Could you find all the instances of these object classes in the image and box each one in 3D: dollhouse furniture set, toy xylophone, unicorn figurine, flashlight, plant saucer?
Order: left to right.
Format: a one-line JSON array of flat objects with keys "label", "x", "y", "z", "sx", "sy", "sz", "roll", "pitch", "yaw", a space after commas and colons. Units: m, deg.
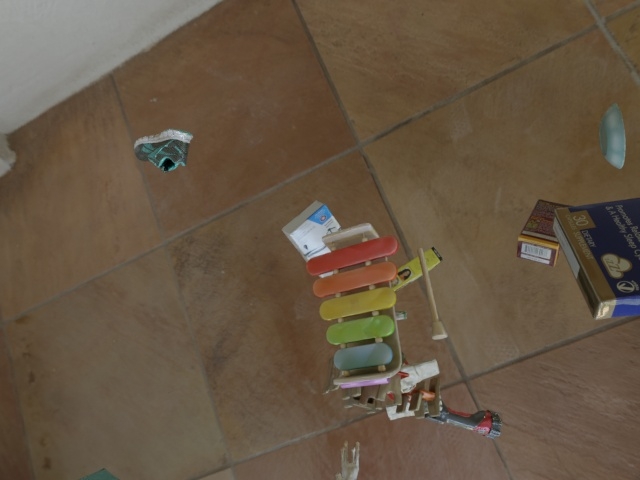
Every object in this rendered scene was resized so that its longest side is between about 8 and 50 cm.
[{"label": "unicorn figurine", "x": 0.062, "y": 0.512, "z": 0.934, "sx": 0.060, "sy": 0.162, "sz": 0.111, "roll": -7, "pitch": 50, "yaw": 15}, {"label": "toy xylophone", "x": 0.104, "y": 0.115, "z": 0.821, "sx": 0.236, "sy": 0.081, "sz": 0.323, "roll": -24, "pitch": 60, "yaw": 20}, {"label": "dollhouse furniture set", "x": 0.140, "y": 0.359, "z": 1.078, "sx": 0.261, "sy": 0.259, "sz": 0.135, "roll": 17, "pitch": 61, "yaw": -8}, {"label": "flashlight", "x": 0.562, "y": 0.697, "z": 1.665, "sx": 0.303, "sy": 0.103, "sz": 0.103, "roll": 19, "pitch": 82, "yaw": -1}, {"label": "plant saucer", "x": 0.863, "y": -0.307, "z": 1.244, "sx": 0.037, "sy": 0.195, "sz": 0.195, "roll": -7, "pitch": 80, "yaw": 26}]

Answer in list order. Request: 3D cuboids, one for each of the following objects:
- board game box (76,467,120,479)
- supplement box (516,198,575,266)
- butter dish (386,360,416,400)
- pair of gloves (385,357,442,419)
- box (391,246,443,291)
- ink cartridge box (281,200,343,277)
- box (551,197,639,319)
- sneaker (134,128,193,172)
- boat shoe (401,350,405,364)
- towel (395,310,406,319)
[{"label": "board game box", "x": -0.306, "y": 0.464, "z": 0.604, "sx": 0.253, "sy": 0.336, "sz": 0.079, "roll": 31, "pitch": 70, "yaw": 7}, {"label": "supplement box", "x": 0.647, "y": -0.025, "z": 1.197, "sx": 0.104, "sy": 0.081, "sz": 0.188, "roll": 19, "pitch": 51, "yaw": 34}, {"label": "butter dish", "x": 0.309, "y": 0.587, "z": 1.725, "sx": 0.118, "sy": 0.159, "sz": 0.160, "roll": -31, "pitch": 92, "yaw": 50}, {"label": "pair of gloves", "x": 0.320, "y": 0.523, "z": 1.446, "sx": 0.204, "sy": 0.042, "sz": 0.240, "roll": -12, "pitch": 115, "yaw": -3}, {"label": "box", "x": 0.293, "y": 0.111, "z": 1.394, "sx": 0.232, "sy": 0.087, "sz": 0.058, "roll": -31, "pitch": 75, "yaw": -11}, {"label": "ink cartridge box", "x": 0.000, "y": 0.000, "z": 1.323, "sx": 0.148, "sy": 0.086, "sz": 0.203, "roll": -42, "pitch": 115, "yaw": -10}, {"label": "box", "x": 0.373, "y": 0.006, "z": 0.413, "sx": 0.225, "sy": 0.037, "sz": 0.137, "roll": -7, "pitch": 42, "yaw": 13}, {"label": "sneaker", "x": -0.329, "y": -0.175, "z": 0.858, "sx": 0.166, "sy": 0.065, "sz": 0.076, "roll": -5, "pitch": 83, "yaw": 38}, {"label": "boat shoe", "x": 0.276, "y": 0.440, "z": 1.672, "sx": 0.152, "sy": 0.049, "sz": 0.056, "roll": 42, "pitch": 73, "yaw": -7}, {"label": "towel", "x": 0.164, "y": 0.237, "z": 1.221, "sx": 0.151, "sy": 0.113, "sz": 0.023, "roll": -13, "pitch": 85, "yaw": -22}]
